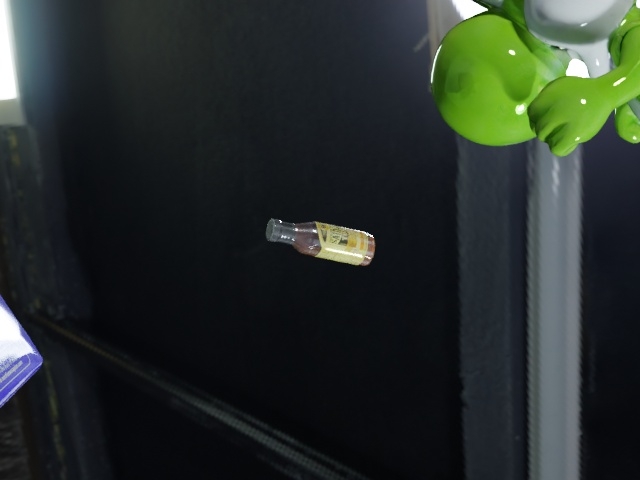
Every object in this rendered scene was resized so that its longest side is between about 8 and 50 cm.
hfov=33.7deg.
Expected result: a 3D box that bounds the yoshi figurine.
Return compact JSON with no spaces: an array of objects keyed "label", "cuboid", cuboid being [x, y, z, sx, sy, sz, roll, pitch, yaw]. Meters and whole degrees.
[{"label":"yoshi figurine","cuboid":[0.238,-0.111,0.829,0.362,0.203,0.204,29,-25,15]}]

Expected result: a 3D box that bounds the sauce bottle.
[{"label":"sauce bottle","cuboid":[0.000,0.000,1.227,0.042,0.128,0.042,-37,-132,56]}]

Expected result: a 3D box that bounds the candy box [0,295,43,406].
[{"label":"candy box","cuboid":[-0.334,0.003,0.659,0.317,0.122,0.268,60,3,-6]}]
